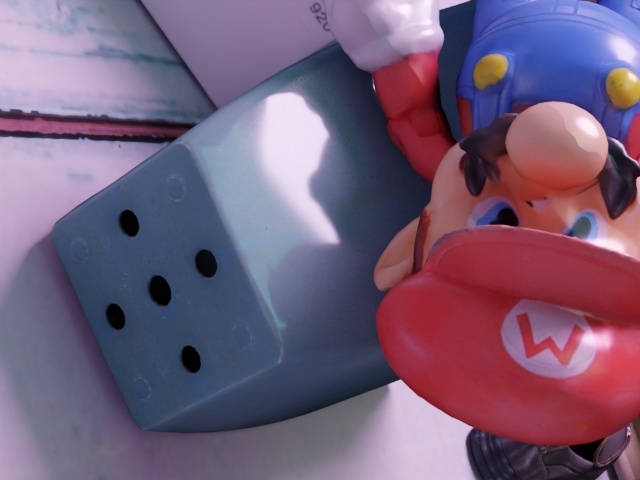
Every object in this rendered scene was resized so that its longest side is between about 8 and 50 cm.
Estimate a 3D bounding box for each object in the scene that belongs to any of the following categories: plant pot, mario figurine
[{"bbox_3d":[0.000,0.000,0.750,0.234,0.165,0.166,-20,83,-50],"label":"plant pot"},{"bbox_3d":[0.107,-0.063,0.637,0.170,0.198,0.321,45,42,-31],"label":"mario figurine"}]

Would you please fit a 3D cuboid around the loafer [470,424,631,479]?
[{"bbox_3d":[0.164,0.126,0.968,0.170,0.061,0.062,-5,71,-56],"label":"loafer"}]

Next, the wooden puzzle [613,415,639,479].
[{"bbox_3d":[0.287,0.068,1.112,0.238,0.044,0.221,-13,74,-25],"label":"wooden puzzle"}]

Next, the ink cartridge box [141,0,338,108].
[{"bbox_3d":[-0.004,-0.220,0.891,0.171,0.168,0.233,54,33,-12],"label":"ink cartridge box"}]
